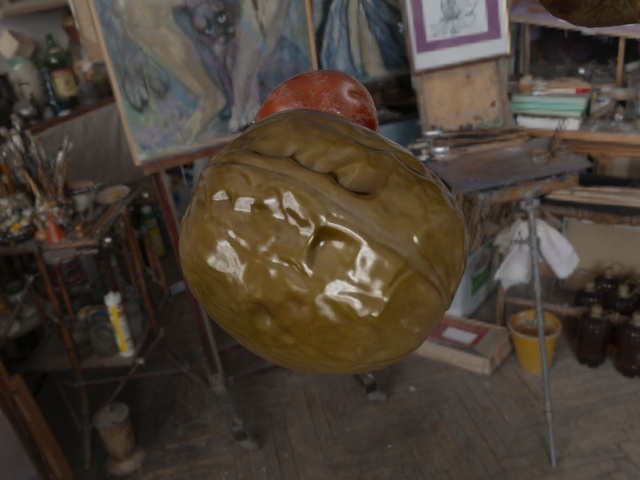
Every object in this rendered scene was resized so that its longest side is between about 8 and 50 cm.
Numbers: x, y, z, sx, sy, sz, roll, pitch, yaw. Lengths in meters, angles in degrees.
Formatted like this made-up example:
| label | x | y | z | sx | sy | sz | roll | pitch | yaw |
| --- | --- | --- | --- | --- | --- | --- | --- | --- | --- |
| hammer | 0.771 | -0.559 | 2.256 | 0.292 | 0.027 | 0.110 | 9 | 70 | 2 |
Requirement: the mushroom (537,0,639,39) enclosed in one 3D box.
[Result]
| label | x | y | z | sx | sy | sz | roll | pitch | yaw |
| --- | --- | --- | --- | --- | --- | --- | --- | --- | --- |
| mushroom | 0.493 | -0.399 | 0.963 | 0.331 | 0.334 | 0.356 | -19 | 71 | -5 |

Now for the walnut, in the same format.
| label | x | y | z | sx | sy | sz | roll | pitch | yaw |
| --- | --- | --- | --- | --- | --- | --- | --- | --- | --- |
| walnut | 0.000 | 0.000 | 0.926 | 0.397 | 0.308 | 0.354 | 25 | 61 | 7 |

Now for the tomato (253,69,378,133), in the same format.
| label | x | y | z | sx | sy | sz | roll | pitch | yaw |
| --- | --- | --- | --- | --- | --- | --- | --- | --- | --- |
| tomato | -0.005 | -0.180 | 1.184 | 0.232 | 0.232 | 0.189 | -15 | 52 | -15 |
